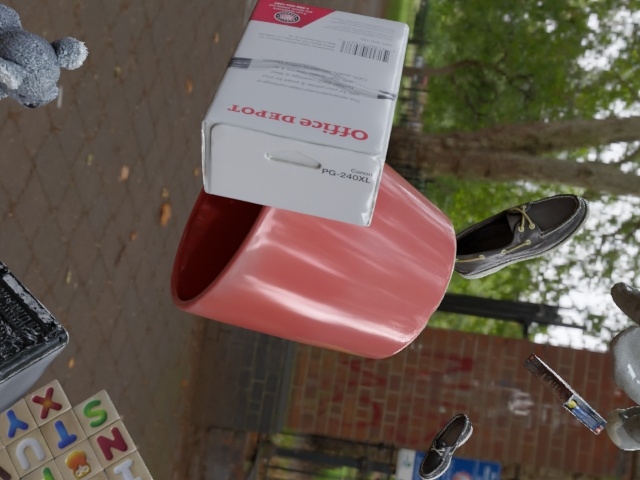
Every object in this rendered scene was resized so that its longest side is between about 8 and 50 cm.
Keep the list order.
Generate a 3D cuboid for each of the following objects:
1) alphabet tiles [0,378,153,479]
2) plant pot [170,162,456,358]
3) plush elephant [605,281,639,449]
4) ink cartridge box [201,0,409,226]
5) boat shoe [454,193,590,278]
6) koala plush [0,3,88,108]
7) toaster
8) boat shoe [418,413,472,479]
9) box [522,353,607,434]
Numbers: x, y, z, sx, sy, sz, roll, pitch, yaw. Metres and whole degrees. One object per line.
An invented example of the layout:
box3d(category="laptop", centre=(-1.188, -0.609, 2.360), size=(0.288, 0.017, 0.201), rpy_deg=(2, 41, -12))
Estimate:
box3d(category="alphabet tiles", centre=(-0.403, 0.394, 1.251), size=(0.342, 0.285, 0.011), rpy_deg=(55, -13, 21))
box3d(category="plant pot", centre=(0.000, 0.000, 0.938), size=(0.275, 0.243, 0.275), rpy_deg=(-48, -154, 34))
box3d(category="plush elephant", centre=(0.503, 0.141, 1.136), size=(0.272, 0.255, 0.330), rpy_deg=(-40, -172, -9))
box3d(category="ink cartridge box", centre=(-0.006, -0.088, 0.545), size=(0.063, 0.109, 0.150), rpy_deg=(99, 3, -46))
box3d(category="boat shoe", centre=(0.299, -0.012, 1.276), size=(0.069, 0.228, 0.081), rpy_deg=(37, 31, -47))
box3d(category="koala plush", centre=(-0.512, -0.296, 1.374), size=(0.196, 0.221, 0.203), rpy_deg=(-26, 120, -40))
box3d(category="toaster", centre=(-0.331, 0.083, 0.673), size=(0.110, 0.168, 0.186), rpy_deg=(-50, 173, 32))
box3d(category="boat shoe", centre=(0.203, 0.337, 1.358), size=(0.125, 0.046, 0.038), rpy_deg=(-42, 137, -18))
box3d(category="box", centre=(0.393, 0.246, 1.339), size=(0.027, 0.094, 0.137), rpy_deg=(-47, -157, 6))
